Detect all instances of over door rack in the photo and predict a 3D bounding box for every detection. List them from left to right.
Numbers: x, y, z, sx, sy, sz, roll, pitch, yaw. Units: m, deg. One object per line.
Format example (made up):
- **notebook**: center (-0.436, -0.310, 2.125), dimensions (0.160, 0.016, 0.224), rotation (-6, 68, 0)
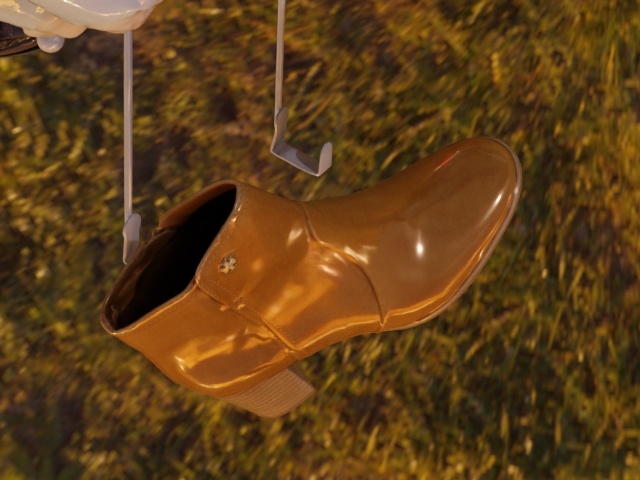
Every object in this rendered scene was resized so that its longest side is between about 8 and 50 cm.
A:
- **over door rack**: center (-0.110, -0.159, 1.450), dimensions (0.108, 0.239, 0.324), rotation (12, 124, 32)

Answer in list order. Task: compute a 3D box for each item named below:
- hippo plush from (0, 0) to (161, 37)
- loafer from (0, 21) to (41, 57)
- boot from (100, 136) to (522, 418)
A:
- **hippo plush**: center (-0.211, -0.144, 0.800), dimensions (0.234, 0.294, 0.236), rotation (24, 62, 25)
- **loafer**: center (-0.299, -0.191, 1.447), dimensions (0.303, 0.095, 0.109), rotation (-12, 99, 25)
- **boot**: center (-0.001, 0.000, 1.266), dimensions (0.295, 0.211, 0.104), rotation (-43, 53, 4)
